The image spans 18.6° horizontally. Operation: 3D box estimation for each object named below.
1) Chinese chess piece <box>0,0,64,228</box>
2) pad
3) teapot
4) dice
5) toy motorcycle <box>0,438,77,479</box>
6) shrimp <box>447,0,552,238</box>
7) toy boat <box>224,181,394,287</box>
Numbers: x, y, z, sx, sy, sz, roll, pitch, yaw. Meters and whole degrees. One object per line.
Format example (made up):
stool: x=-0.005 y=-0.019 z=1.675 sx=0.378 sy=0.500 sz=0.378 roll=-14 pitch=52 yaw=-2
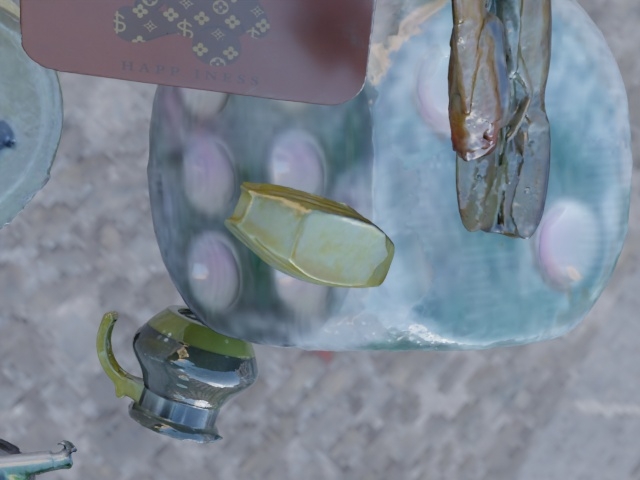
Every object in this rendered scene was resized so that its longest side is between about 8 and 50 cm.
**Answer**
Chinese chess piece: x=-0.313 y=-0.099 z=1.560 sx=0.238 sy=0.092 sz=0.237 roll=-12 pitch=113 yaw=-31
pad: x=-0.092 y=-0.184 z=1.452 sx=0.267 sy=0.004 sz=0.181 roll=7 pitch=132 yaw=0
teapot: x=-0.146 y=0.127 z=1.936 sx=0.130 sy=0.166 sz=0.119 roll=-17 pitch=126 yaw=-78
dice: x=0.063 y=-0.072 z=1.819 sx=0.348 sy=0.330 sz=0.328 roll=-3 pitch=93 yaw=-37
toy motorcycle: x=-0.147 y=0.117 z=0.674 sx=0.190 sy=0.106 sz=0.074 roll=-33 pitch=137 yaw=-58
shrimp: x=0.094 y=-0.113 z=1.082 sx=0.173 sy=0.058 sz=0.253 roll=-51 pitch=140 yaw=-71
toy boat: x=0.000 y=0.000 z=1.428 sx=0.172 sy=0.066 sz=0.065 roll=21 pitch=90 yaw=-43
